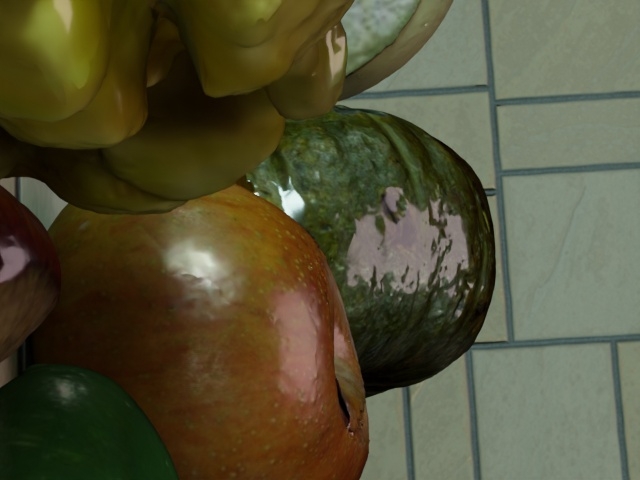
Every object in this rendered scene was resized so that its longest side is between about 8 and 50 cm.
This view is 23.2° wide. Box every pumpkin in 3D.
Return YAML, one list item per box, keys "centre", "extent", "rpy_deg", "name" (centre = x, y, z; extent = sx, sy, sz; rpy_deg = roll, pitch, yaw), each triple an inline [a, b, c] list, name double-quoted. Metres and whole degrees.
- centre: [0.000, 0.000, 1.122]
  extent: [0.325, 0.232, 0.242]
  rpy_deg: [-35, -105, 63]
  name: "pumpkin"

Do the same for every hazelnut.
- centre: [-0.125, 0.008, 0.503]
  extent: [0.086, 0.086, 0.086]
  rpy_deg: [-3, 90, -89]
  name: "hazelnut"

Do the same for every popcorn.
- centre: [-0.067, -0.140, 0.490]
  extent: [0.265, 0.225, 0.332]
  rpy_deg: [-100, -164, -53]
  name: "popcorn"

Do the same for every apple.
- centre: [-0.063, 0.072, 0.852]
  extent: [0.235, 0.173, 0.210]
  rpy_deg: [83, 4, -56]
  name: "apple"

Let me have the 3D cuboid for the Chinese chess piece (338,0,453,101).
- centre: [-0.027, -0.227, 1.098]
  extent: [0.112, 0.270, 0.270]
  rpy_deg: [-35, 123, -71]
  name: "Chinese chess piece"

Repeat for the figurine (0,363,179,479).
- centre: [-0.097, 0.167, 0.553]
  extent: [0.234, 0.127, 0.185]
  rpy_deg: [-112, -157, -60]
  name: "figurine"
